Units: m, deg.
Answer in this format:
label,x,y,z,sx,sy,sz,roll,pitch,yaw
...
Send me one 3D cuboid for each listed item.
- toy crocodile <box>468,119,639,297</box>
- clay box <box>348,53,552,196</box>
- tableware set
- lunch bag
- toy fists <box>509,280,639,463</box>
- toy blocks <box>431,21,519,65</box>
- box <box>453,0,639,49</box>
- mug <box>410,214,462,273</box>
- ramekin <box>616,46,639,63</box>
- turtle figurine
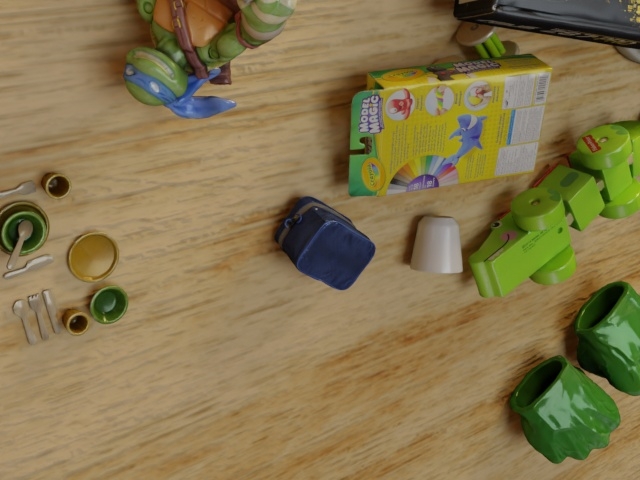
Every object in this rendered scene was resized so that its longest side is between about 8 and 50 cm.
label,x,y,z,sx,sy,sz,roll,pitch,yaw
toy crocodile,0.318,-0.051,1.083,0.340,0.105,0.115,-40,126,-15
clay box,0.130,-0.123,0.888,0.222,0.053,0.127,-8,125,-15
tableware set,-0.224,0.015,0.726,0.104,0.024,0.154,-23,117,-31
lunch bag,0.000,0.000,0.868,0.098,0.065,0.067,31,101,-41
toy fists,0.397,0.197,1.207,0.279,0.096,0.142,-46,103,-13
toy blocks,0.196,-0.171,0.967,0.123,0.054,0.148,-53,129,-11
box,0.318,-0.413,0.883,0.318,0.097,0.395,4,97,-22
mug,0.138,0.002,0.988,0.062,0.078,0.064,1,97,-5
ramekin,0.500,-0.362,1.091,0.272,0.127,0.273,-14,113,-34
turtle figurine,-0.085,-0.247,0.635,0.266,0.197,0.275,-56,133,-14
